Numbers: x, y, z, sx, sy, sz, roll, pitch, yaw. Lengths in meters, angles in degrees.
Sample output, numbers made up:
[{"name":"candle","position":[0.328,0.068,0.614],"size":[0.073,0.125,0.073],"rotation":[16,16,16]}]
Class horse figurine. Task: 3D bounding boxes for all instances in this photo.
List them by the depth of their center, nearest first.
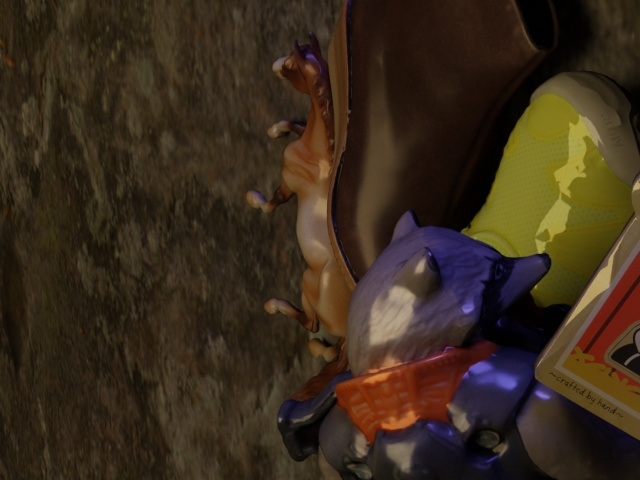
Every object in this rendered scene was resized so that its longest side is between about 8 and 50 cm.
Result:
[{"name":"horse figurine","position":[0.000,0.000,1.142],"size":[0.174,0.066,0.263],"rotation":[161,100,-67]}]

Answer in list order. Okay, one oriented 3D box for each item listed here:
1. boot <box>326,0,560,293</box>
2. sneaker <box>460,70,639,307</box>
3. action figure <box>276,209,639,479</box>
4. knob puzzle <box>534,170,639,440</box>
[{"name":"boot","position":[0.075,-0.066,0.960],"size":[0.207,0.090,0.249],"rotation":[-40,60,59]},{"name":"sneaker","position":[0.098,0.087,0.910],"size":[0.145,0.147,0.385],"rotation":[49,137,46]},{"name":"action figure","position":[0.133,0.127,0.748],"size":[0.341,0.178,0.330],"rotation":[-27,100,29]},{"name":"knob puzzle","position":[0.208,0.027,0.649],"size":[0.030,0.213,0.213],"rotation":[-64,-21,-67]}]
